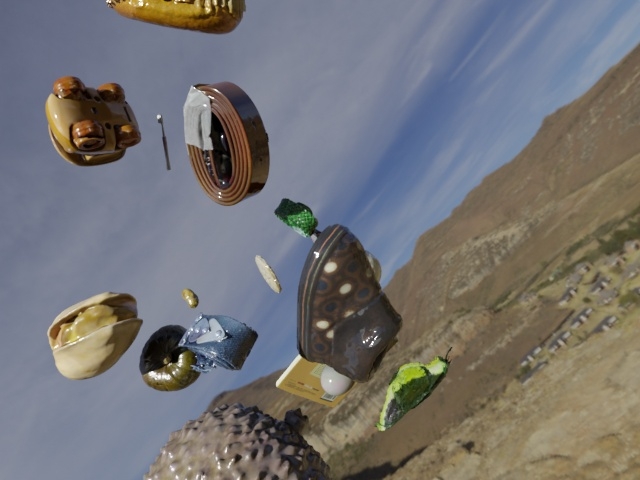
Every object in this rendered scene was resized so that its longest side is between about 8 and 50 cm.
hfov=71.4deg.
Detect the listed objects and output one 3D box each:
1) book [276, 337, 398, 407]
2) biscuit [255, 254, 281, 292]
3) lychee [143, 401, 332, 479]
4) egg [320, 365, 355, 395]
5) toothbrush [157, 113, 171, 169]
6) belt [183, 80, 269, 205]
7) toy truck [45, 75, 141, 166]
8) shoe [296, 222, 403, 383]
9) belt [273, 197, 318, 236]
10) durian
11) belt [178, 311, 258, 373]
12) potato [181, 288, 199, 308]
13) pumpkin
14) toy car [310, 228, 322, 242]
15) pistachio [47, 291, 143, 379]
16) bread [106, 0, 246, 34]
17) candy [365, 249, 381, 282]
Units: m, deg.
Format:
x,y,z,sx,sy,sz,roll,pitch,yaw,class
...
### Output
x,y,z,sx,sy,sz,roll,pitch,yaw,class
0.056,0.428,1.566,0.389,0.269,0.032,-51,25,20,book
-0.175,0.114,1.485,0.020,0.152,0.152,-32,-17,-18,biscuit
-0.145,0.507,0.811,0.432,0.381,0.380,-57,-8,-25,lychee
0.058,0.413,1.357,0.135,0.103,0.103,-32,-18,-47,egg
-0.552,-0.345,1.573,0.014,0.017,0.194,-61,-32,-67,toothbrush
-0.265,-0.275,1.259,0.217,0.338,0.122,-3,18,25,belt
-0.689,-0.354,1.357,0.212,0.204,0.288,-24,-2,35,toy truck
0.077,0.159,1.041,0.171,0.237,0.383,-42,-36,-55,shoe
-0.072,-0.081,1.449,0.079,0.151,0.121,-53,-1,-11,belt
0.304,0.477,1.474,0.375,0.106,0.132,-44,7,-5,durian
-0.237,0.246,1.028,0.218,0.122,0.128,-15,40,55,belt
-0.492,0.219,1.694,0.047,0.092,0.045,-4,-49,-53,potato
-0.494,0.397,1.475,0.219,0.219,0.162,-41,-12,-8,pumpkin
0.000,0.000,1.590,0.055,0.069,0.142,-44,-47,-16,toy car
-0.676,0.280,1.329,0.321,0.229,0.238,-37,-15,22,pistachio
-0.414,-0.698,1.266,0.236,0.389,0.183,-77,-6,-67,bread
0.106,0.153,1.649,0.296,0.185,0.295,-25,-32,-17,candy
